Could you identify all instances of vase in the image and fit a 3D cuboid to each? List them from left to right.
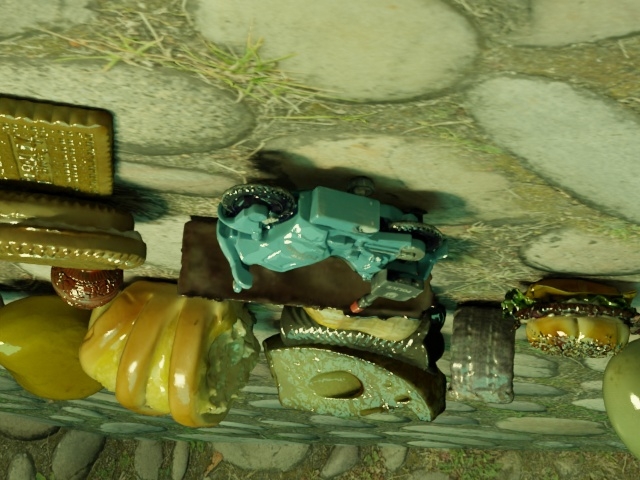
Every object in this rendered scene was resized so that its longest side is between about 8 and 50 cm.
[{"bbox_3d":[0.061,0.134,1.885,0.237,0.115,0.115,4,165,19],"label":"vase"}]

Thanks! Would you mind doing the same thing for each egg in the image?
[{"bbox_3d":[0.540,0.246,1.875,0.295,0.218,0.218,26,157,-30],"label":"egg"}]

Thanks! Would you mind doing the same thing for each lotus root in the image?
[{"bbox_3d":[0.054,0.204,2.101,0.314,0.142,0.210,0,-159,5],"label":"lotus root"}]

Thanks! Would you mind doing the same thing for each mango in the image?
[{"bbox_3d":[-0.435,0.173,2.105,0.195,0.142,0.331,-30,157,-4],"label":"mango"}]

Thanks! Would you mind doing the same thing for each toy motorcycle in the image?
[{"bbox_3d":[0.000,0.000,1.396,0.272,0.123,0.182,13,153,-22],"label":"toy motorcycle"}]

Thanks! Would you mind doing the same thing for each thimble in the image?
[{"bbox_3d":[0.239,0.168,1.850,0.098,0.150,0.150,4,164,8],"label":"thimble"}]

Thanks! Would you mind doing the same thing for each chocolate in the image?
[{"bbox_3d":[-0.011,0.042,1.579,0.321,0.112,0.112,4,172,8],"label":"chocolate"}]

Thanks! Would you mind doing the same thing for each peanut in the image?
[{"bbox_3d":[0.057,0.087,1.741,0.206,0.087,0.087,16,162,-35],"label":"peanut"}]

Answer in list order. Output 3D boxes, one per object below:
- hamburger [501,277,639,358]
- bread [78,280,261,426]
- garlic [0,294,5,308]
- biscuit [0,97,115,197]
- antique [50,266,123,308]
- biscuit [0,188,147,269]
[{"bbox_3d":[0.338,0.109,1.693,0.189,0.093,0.164,5,165,12],"label":"hamburger"},{"bbox_3d":[-0.243,0.188,1.997,0.270,0.211,0.316,6,162,6],"label":"bread"},{"bbox_3d":[-0.593,0.120,2.088,0.147,0.102,0.159,13,140,-16],"label":"garlic"},{"bbox_3d":[-0.306,-0.095,1.338,0.172,0.029,0.254,7,165,-7],"label":"biscuit"},{"bbox_3d":[-0.320,0.048,1.722,0.104,0.104,0.104,6,165,2],"label":"antique"},{"bbox_3d":[-0.336,-0.012,1.507,0.259,0.079,0.259,5,176,0],"label":"biscuit"}]
